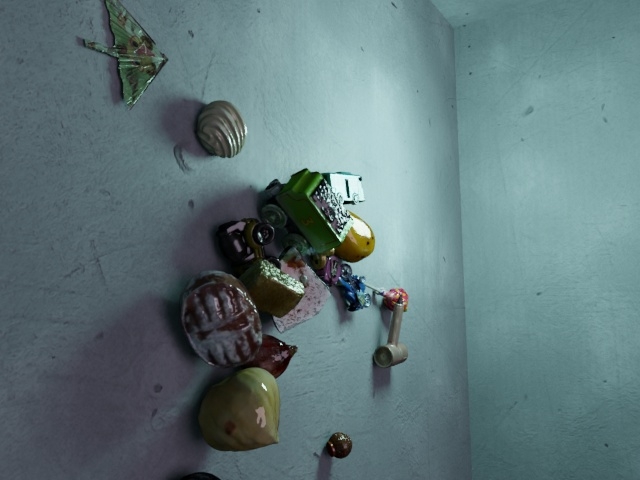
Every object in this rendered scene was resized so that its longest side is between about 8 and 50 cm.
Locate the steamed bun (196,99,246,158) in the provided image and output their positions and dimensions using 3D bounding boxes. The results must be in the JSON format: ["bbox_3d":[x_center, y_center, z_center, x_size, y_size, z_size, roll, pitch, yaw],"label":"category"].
[{"bbox_3d":[-0.300,-0.349,1.658,0.183,0.106,0.183,15,71,-54],"label":"steamed bun"}]

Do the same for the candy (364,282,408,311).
[{"bbox_3d":[0.295,0.250,2.484,0.365,0.124,0.124,27,64,-45],"label":"candy"}]

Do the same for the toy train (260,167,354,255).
[{"bbox_3d":[-0.053,-0.092,1.848,0.307,0.248,0.173,53,43,-19],"label":"toy train"}]

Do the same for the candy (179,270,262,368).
[{"bbox_3d":[-0.283,0.231,1.509,0.214,0.157,0.290,-26,112,-8],"label":"candy"}]

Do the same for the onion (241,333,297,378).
[{"bbox_3d":[-0.162,0.371,1.692,0.159,0.194,0.160,-14,90,-76],"label":"onion"}]

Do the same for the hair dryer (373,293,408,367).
[{"bbox_3d":[0.360,0.421,2.488,0.189,0.106,0.344,6,96,-56],"label":"hair dryer"}]

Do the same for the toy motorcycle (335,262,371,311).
[{"bbox_3d":[0.132,0.214,2.252,0.254,0.092,0.135,55,53,-25],"label":"toy motorcycle"}]

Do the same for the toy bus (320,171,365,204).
[{"bbox_3d":[0.069,-0.209,2.175,0.256,0.128,0.147,-7,90,-55],"label":"toy bus"}]

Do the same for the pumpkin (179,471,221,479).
[{"bbox_3d":[-0.330,0.749,1.415,0.233,0.163,0.233,-2,90,-67],"label":"pumpkin"}]

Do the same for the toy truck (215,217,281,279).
[{"bbox_3d":[-0.236,0.040,1.687,0.165,0.147,0.224,-20,104,-33],"label":"toy truck"}]

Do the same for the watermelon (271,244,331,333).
[{"bbox_3d":[-0.076,0.185,1.804,0.320,0.213,0.290,90,13,-50],"label":"watermelon"}]

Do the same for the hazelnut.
[{"bbox_3d":[-0.212,0.502,1.531,0.241,0.261,0.261,55,38,-2],"label":"hazelnut"}]

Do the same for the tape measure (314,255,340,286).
[{"bbox_3d":[0.030,0.121,2.119,0.118,0.074,0.125,26,67,-53],"label":"tape measure"}]

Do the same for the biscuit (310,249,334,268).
[{"bbox_3d":[-0.001,0.000,2.022,0.035,0.158,0.240,-5,116,-34],"label":"biscuit"}]

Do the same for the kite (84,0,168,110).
[{"bbox_3d":[-0.518,-0.512,1.435,0.267,0.013,0.323,-18,98,-57],"label":"kite"}]

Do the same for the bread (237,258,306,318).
[{"bbox_3d":[-0.151,0.156,1.632,0.196,0.138,0.102,36,25,-31],"label":"bread"}]

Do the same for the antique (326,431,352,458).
[{"bbox_3d":[0.077,0.805,2.079,0.104,0.104,0.104,11,77,-55],"label":"antique"}]

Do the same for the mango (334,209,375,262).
[{"bbox_3d":[0.114,-0.019,2.196,0.290,0.159,0.191,48,57,-37],"label":"mango"}]
